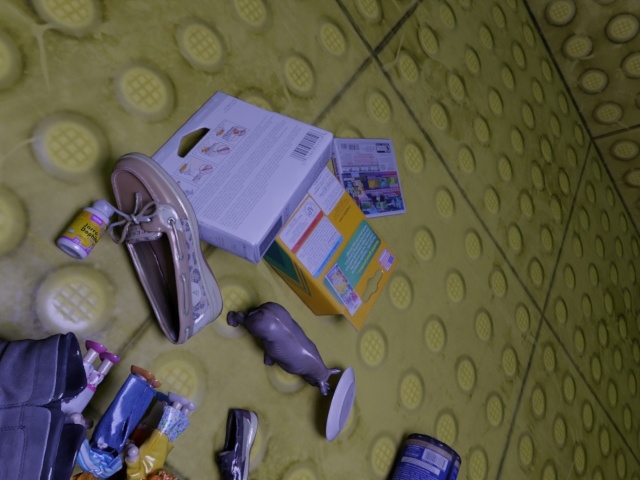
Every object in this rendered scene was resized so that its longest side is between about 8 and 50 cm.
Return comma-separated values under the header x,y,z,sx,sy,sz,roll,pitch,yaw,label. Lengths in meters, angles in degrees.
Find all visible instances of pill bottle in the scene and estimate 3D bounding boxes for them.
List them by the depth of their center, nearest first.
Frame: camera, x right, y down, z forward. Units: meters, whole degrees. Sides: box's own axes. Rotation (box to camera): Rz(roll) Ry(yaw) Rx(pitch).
x,y,z,sx,sy,sz,roll,pitch,yaw,label
-0.330,-0.017,0.700,0.043,0.043,0.083,42,57,-28,pill bottle
0.197,0.521,1.003,0.123,0.123,0.219,49,54,-23,pill bottle

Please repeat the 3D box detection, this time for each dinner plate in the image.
x,y,z,sx,sy,sz,roll,pitch,yaw,label
0.044,0.310,0.932,0.141,0.017,0.141,13,90,-72,dinner plate

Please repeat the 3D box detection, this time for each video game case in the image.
x,y,z,sx,sy,sz,roll,pitch,yaw,label
0.112,-0.143,1.134,0.201,0.023,0.183,-9,87,-43,video game case

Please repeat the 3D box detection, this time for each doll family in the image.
x,y,z,sx,sy,sz,roll,pitch,yaw,label
-0.247,0.253,0.617,0.163,0.118,0.263,-64,147,-30,doll family

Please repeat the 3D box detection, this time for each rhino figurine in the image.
x,y,z,sx,sy,sz,roll,pitch,yaw,label
-0.048,0.196,0.863,0.243,0.106,0.073,50,53,-22,rhino figurine

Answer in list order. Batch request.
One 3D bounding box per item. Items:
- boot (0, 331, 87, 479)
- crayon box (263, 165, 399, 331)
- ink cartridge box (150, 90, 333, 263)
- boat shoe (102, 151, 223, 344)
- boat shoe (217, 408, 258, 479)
x,y,z,sx,sy,sz,roll,pitch,yaw,label
-0.350,0.239,0.440,0.222,0.118,0.338,5,66,-10,boot
0.000,0.000,0.963,0.323,0.083,0.203,50,54,-21,crayon box
-0.142,-0.119,0.830,0.239,0.060,0.275,23,56,14,ink cartridge box
-0.232,0.013,0.720,0.089,0.104,0.285,-45,117,-54,boat shoe
-0.141,0.347,0.789,0.049,0.056,0.152,26,53,-26,boat shoe
